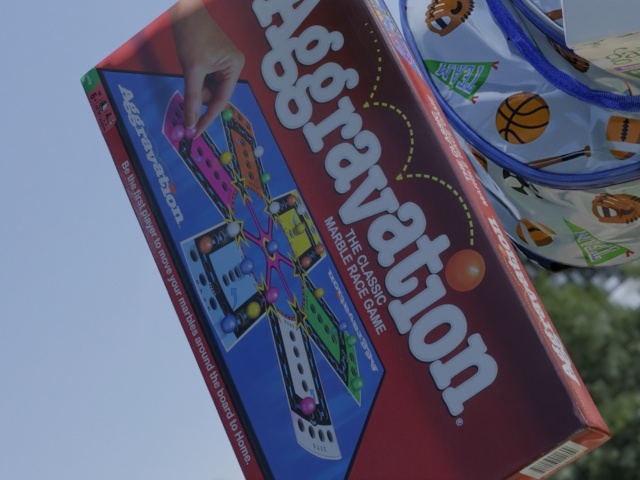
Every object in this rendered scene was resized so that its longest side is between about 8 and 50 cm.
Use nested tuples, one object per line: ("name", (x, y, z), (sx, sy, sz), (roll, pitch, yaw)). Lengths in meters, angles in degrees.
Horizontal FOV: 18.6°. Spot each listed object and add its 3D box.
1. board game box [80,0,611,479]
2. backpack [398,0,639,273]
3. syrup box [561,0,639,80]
("board game box", (0.000, 0.000, 0.835), (0.145, 0.281, 0.027), (-35, -29, 17))
("backpack", (0.182, -0.120, 1.094), (0.263, 0.276, 0.213), (-34, -39, 1))
("syrup box", (0.154, -0.194, 0.831), (0.093, 0.237, 0.096), (-9, -7, 31))
